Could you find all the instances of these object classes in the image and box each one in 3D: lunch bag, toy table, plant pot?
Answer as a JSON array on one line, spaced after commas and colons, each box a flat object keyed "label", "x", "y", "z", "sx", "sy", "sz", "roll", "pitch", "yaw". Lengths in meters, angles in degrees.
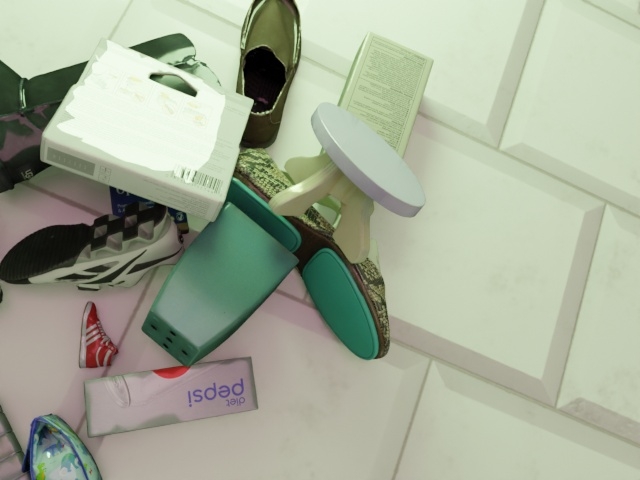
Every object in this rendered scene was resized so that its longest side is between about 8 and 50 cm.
[{"label": "lunch bag", "x": -0.427, "y": 0.356, "z": 1.045, "sx": 0.096, "sy": 0.129, "sz": 0.151, "roll": -21, "pitch": 82, "yaw": -18}, {"label": "toy table", "x": 0.043, "y": -0.100, "z": 1.138, "sx": 0.252, "sy": 0.161, "sz": 0.274, "roll": 12, "pitch": 38, "yaw": -39}, {"label": "plant pot", "x": -0.188, "y": 0.091, "z": 1.118, "sx": 0.165, "sy": 0.165, "sz": 0.234, "roll": 40, "pitch": 54, "yaw": -1}]

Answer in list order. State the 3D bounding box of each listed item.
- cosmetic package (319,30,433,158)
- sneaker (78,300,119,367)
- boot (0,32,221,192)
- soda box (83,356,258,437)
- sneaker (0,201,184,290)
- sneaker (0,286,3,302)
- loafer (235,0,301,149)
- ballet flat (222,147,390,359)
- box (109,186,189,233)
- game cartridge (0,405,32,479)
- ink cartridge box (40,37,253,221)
[{"label": "cosmetic package", "x": 0.111, "y": -0.259, "z": 1.340, "sx": 0.160, "sy": 0.113, "sz": 0.309, "roll": 22, "pitch": 73, "yaw": -6}, {"label": "sneaker", "x": -0.393, "y": 0.169, "z": 1.147, "sx": 0.067, "sy": 0.042, "sz": 0.118, "roll": 3, "pitch": 83, "yaw": -8}, {"label": "boot", "x": -0.456, "y": -0.316, "z": 1.203, "sx": 0.445, "sy": 0.146, "sz": 0.367, "roll": -26, "pitch": 79, "yaw": -19}, {"label": "soda box", "x": -0.259, "y": 0.273, "z": 1.125, "sx": 0.286, "sy": 0.091, "sz": 0.098, "roll": -5, "pitch": 77, "yaw": -15}, {"label": "sneaker", "x": -0.400, "y": 0.041, "z": 1.140, "sx": 0.331, "sy": 0.146, "sz": 0.122, "roll": -13, "pitch": 46, "yaw": 7}, {"label": "sneaker", "x": -0.610, "y": -0.004, "z": 1.058, "sx": 0.108, "sy": 0.100, "sz": 0.271, "roll": -23, "pitch": 104, "yaw": 17}, {"label": "loafer", "x": -0.099, "y": -0.370, "z": 1.309, "sx": 0.134, "sy": 0.130, "sz": 0.365, "roll": 8, "pitch": 74, "yaw": -11}, {"label": "ballet flat", "x": 0.000, "y": 0.000, "z": 1.237, "sx": 0.483, "sy": 0.164, "sz": 0.182, "roll": 47, "pitch": 51, "yaw": 4}, {"label": "box", "x": -0.339, "y": -0.116, "z": 1.238, "sx": 0.137, "sy": 0.036, "sz": 0.225, "roll": -8, "pitch": 76, "yaw": -15}, {"label": "game cartridge", "x": -0.648, "y": 0.425, "z": 1.014, "sx": 0.355, "sy": 0.068, "sz": 0.230, "roll": -27, "pitch": 79, "yaw": -18}, {"label": "ink cartridge box", "x": -0.285, "y": -0.194, "z": 1.111, "sx": 0.296, "sy": 0.066, "sz": 0.261, "roll": 21, "pitch": 51, "yaw": -13}]
